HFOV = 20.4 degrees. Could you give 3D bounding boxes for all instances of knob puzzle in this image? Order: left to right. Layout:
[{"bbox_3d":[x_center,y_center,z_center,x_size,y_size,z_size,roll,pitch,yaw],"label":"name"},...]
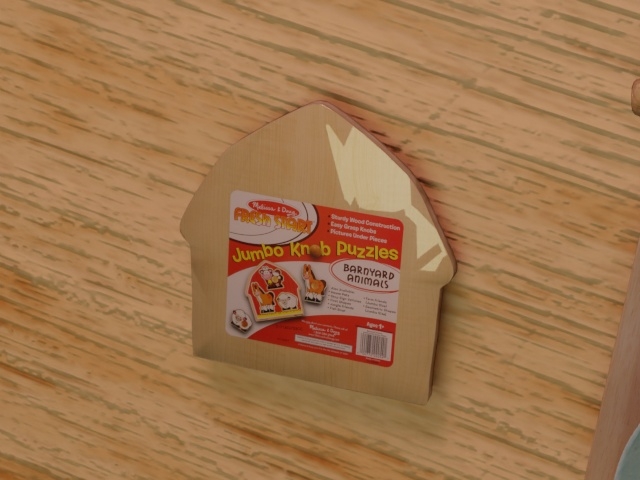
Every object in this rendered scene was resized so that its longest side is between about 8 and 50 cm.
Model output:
[{"bbox_3d":[0.000,0.000,1.176,0.213,0.030,0.213,7,111,20],"label":"knob puzzle"}]

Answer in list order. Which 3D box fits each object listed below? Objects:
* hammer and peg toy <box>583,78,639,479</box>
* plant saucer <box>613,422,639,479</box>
[{"bbox_3d":[0.298,0.038,1.021,0.266,0.127,0.361,15,113,18],"label":"hammer and peg toy"},{"bbox_3d":[0.260,0.152,0.981,0.195,0.037,0.195,8,111,21],"label":"plant saucer"}]
